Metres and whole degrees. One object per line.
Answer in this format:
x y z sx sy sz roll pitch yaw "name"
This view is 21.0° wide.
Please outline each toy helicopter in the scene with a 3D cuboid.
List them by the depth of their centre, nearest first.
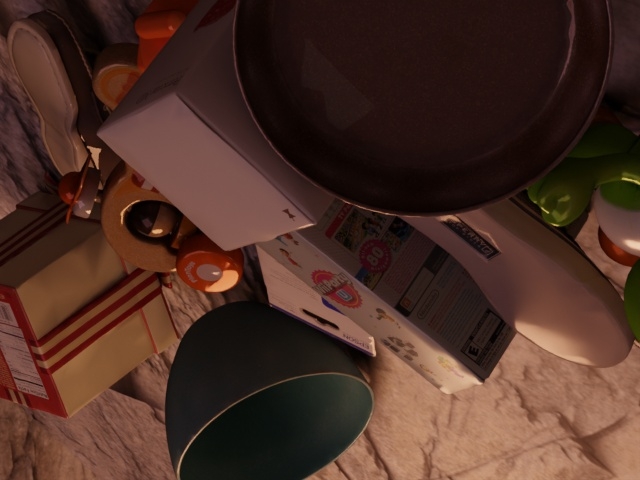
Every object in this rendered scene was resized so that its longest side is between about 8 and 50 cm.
-0.217 -0.092 2.053 0.235 0.140 0.355 0 137 9 "toy helicopter"

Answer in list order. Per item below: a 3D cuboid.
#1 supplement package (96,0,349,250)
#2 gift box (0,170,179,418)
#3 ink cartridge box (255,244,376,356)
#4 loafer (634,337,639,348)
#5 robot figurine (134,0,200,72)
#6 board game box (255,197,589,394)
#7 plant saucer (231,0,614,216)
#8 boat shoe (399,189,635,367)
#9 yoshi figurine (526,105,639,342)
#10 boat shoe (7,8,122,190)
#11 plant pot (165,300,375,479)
-0.031 -0.162 1.582 0.175 0.293 0.177 43 153 -18 "supplement package"
-0.367 0.064 2.455 0.255 0.258 0.276 14 129 40 "gift box"
0.000 0.000 2.019 0.165 0.065 0.333 25 151 20 "ink cartridge box"
0.368 0.024 1.679 0.076 0.078 0.223 39 137 9 "loafer"
-0.100 -0.207 1.787 0.219 0.128 0.158 4 139 49 "robot figurine"
0.089 -0.024 1.764 0.303 0.224 0.097 39 157 -8 "board game box"
0.084 -0.167 1.420 0.310 0.050 0.311 2 116 4 "plant saucer"
0.199 -0.033 1.692 0.340 0.158 0.127 43 141 -19 "boat shoe"
0.287 0.003 1.475 0.362 0.203 0.203 -139 39 -73 "yoshi figurine"
-0.296 -0.178 2.113 0.116 0.096 0.324 40 158 28 "boat shoe"
-0.095 0.199 2.380 0.290 0.290 0.195 78 167 -56 "plant pot"
